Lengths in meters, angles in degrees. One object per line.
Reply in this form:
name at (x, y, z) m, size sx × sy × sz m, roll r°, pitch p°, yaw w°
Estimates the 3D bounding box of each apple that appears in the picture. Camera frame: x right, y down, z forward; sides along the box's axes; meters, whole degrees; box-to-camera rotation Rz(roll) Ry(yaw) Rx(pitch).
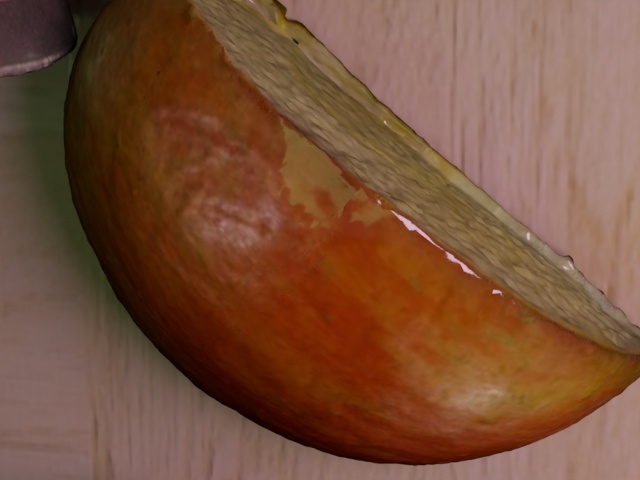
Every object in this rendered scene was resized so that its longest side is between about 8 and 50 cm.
apple at (0.000, 0.000, 0.951) m, size 0.346 × 0.254 × 0.179 m, roll 42°, pitch 69°, yaw 5°

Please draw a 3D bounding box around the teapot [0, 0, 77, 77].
teapot at (-0.200, -0.260, 0.887) m, size 0.300 × 0.253 × 0.344 m, roll 34°, pitch 126°, yaw 54°
